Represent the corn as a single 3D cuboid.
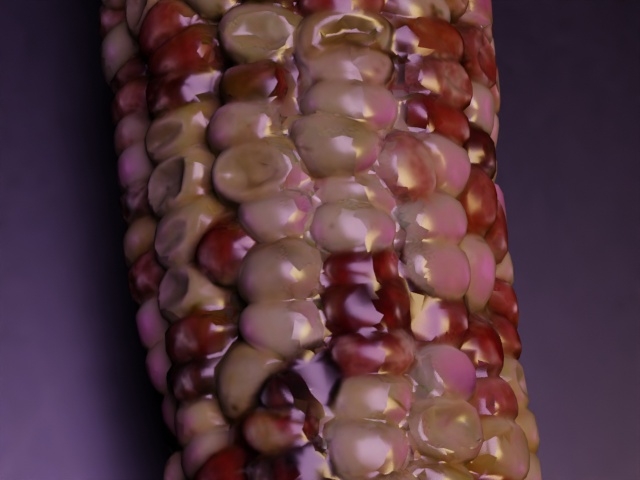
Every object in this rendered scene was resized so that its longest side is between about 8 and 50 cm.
[{"bbox_3d":[0.000,0.000,0.408,0.092,0.092,0.280,-1,69,-15],"label":"corn"}]
